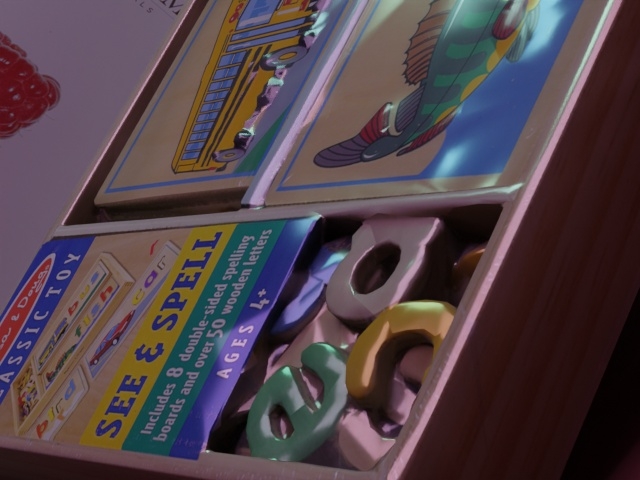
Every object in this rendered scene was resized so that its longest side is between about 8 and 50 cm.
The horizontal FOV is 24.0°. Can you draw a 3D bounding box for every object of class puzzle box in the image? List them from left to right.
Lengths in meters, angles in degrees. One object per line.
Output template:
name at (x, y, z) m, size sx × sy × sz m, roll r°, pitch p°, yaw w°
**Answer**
puzzle box at (0.034, -0.085, 0.546) m, size 0.272 × 0.052 × 0.409 m, roll -5°, pitch 52°, yaw 52°

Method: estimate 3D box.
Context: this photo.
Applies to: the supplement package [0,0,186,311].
supplement package at (-0.162, 0.006, 0.740) m, size 0.293 × 0.177 × 0.175 m, roll -43°, pitch -14°, yaw -30°
